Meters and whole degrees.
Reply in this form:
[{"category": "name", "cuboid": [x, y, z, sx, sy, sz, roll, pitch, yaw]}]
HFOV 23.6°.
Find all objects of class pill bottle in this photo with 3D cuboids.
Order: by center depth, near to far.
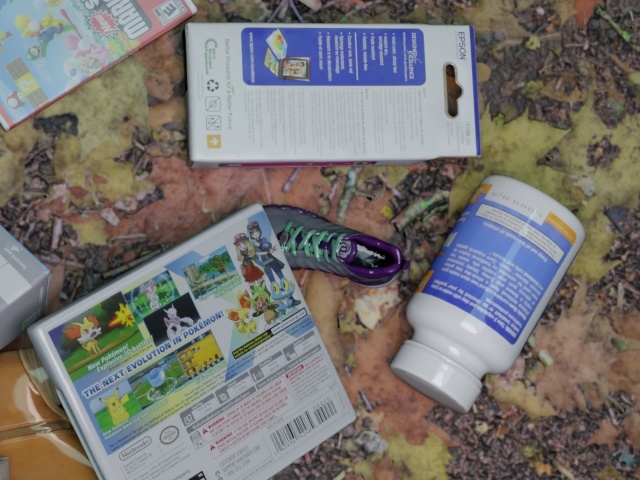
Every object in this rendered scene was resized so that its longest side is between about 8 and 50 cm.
[{"category": "pill bottle", "cuboid": [0.199, 0.069, 1.884, 0.152, 0.152, 0.272, 33, 78, -5]}]

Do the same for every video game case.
[{"category": "video game case", "cuboid": [-0.141, 0.159, 1.790, 0.329, 0.036, 0.300, -30, 103, -30]}, {"category": "video game case", "cuboid": [-0.326, -0.294, 1.896, 0.285, 0.025, 0.204, -34, 90, -12]}]

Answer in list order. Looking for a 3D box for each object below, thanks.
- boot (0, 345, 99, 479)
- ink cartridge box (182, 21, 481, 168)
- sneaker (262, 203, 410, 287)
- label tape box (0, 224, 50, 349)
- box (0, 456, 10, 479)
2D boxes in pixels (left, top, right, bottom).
[{"category": "boot", "cuboid": [-0.338, 0.269, 1.788, 0.220, 0.109, 0.283, -20, 98, -5]}, {"category": "ink cartridge box", "cuboid": [0.014, -0.183, 1.925, 0.370, 0.069, 0.176, -1, 83, -8]}, {"category": "sneaker", "cuboid": [0.000, 0.000, 1.883, 0.223, 0.098, 0.083, 12, 81, -9]}, {"category": "label tape box", "cuboid": [-0.512, 0.076, 1.693, 0.249, 0.115, 0.347, 42, 56, 12]}, {"category": "box", "cuboid": [-0.486, 0.300, 1.693, 0.275, 0.094, 0.113, -3, 86, -3]}]
